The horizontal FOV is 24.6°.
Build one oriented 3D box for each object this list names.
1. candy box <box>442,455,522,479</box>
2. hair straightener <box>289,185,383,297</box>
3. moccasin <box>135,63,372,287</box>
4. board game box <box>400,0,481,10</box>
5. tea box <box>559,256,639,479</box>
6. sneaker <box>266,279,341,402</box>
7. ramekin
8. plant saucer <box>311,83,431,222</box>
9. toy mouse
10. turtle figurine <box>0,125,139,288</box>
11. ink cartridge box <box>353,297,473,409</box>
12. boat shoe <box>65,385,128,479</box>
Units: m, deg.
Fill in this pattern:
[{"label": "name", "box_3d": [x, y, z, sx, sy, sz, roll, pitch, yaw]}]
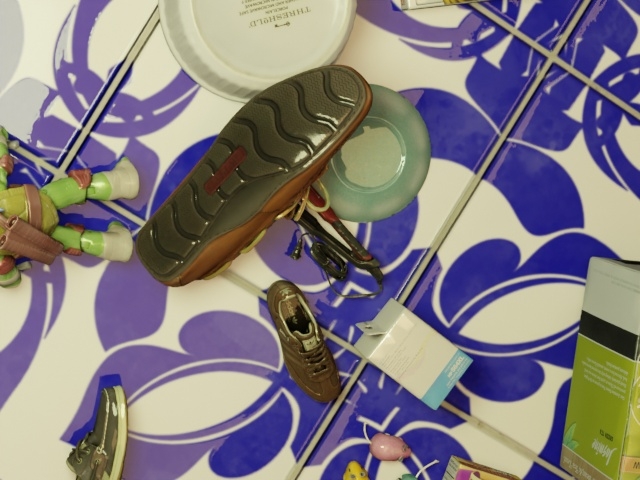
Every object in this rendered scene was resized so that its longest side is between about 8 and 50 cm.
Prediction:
[{"label": "candy box", "box_3d": [0.212, 0.415, 2.114, 0.109, 0.053, 0.186, 20, 94, -13]}, {"label": "hair straightener", "box_3d": [0.000, 0.000, 2.032, 0.089, 0.047, 0.230, -39, 109, 18]}, {"label": "moccasin", "box_3d": [-0.073, -0.078, 1.918, 0.139, 0.147, 0.380, 47, 107, 22]}, {"label": "board game box", "box_3d": [0.190, -0.476, 1.995, 0.193, 0.053, 0.305, -9, 99, -9]}, {"label": "tea box", "box_3d": [0.544, 0.206, 2.067, 0.329, 0.220, 0.323, 5, 97, -12]}, {"label": "sneaker", "box_3d": [-0.023, 0.145, 2.023, 0.066, 0.071, 0.188, -28, 101, -7]}, {"label": "ramekin", "box_3d": [-0.075, -0.315, 1.926, 0.273, 0.127, 0.272, -1, 97, -11]}, {"label": "plant saucer", "box_3d": [0.064, -0.119, 2.025, 0.195, 0.037, 0.195, -2, 98, -12]}, {"label": "toy mouse", "box_3d": [0.104, 0.332, 2.092, 0.143, 0.031, 0.161, -7, 98, -10]}, {"label": "turtle figurine", "box_3d": [-0.390, -0.045, 1.913, 0.266, 0.275, 0.197, -1, 74, -31]}, {"label": "ink cartridge box", "box_3d": [0.121, 0.151, 2.041, 0.143, 0.092, 0.090, 39, 88, -14]}, {"label": "boat shoe", "box_3d": [-0.307, 0.304, 1.983, 0.073, 0.080, 0.223, 6, 100, -17]}]
